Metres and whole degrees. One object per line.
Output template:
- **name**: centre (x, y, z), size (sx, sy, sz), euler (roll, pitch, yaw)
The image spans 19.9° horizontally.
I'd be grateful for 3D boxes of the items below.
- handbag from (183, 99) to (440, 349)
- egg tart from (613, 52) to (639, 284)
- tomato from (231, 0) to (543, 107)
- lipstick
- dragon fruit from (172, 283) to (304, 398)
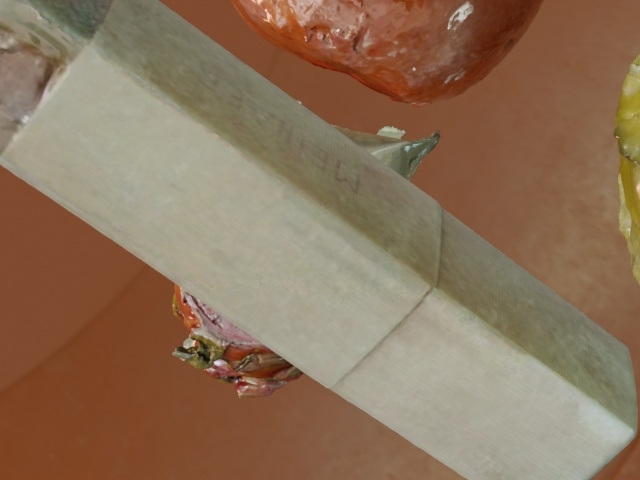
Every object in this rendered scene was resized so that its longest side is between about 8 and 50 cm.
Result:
- **handbag**: centre (0.000, 0.000, 1.670), size (0.270, 0.182, 0.117), euler (-68, 154, -19)
- **egg tart**: centre (0.257, -0.077, 1.127), size (0.098, 0.232, 0.252), euler (41, 72, -28)
- **tomato**: centre (0.044, -0.190, 1.140), size (0.208, 0.208, 0.184), euler (26, 91, -25)
- **lipstick**: centre (-0.020, -0.009, 0.818), size (0.371, 0.076, 0.080), euler (36, 118, -15)
- **dragon fruit**: centre (-0.067, 0.062, 1.337), size (0.096, 0.147, 0.102), euler (-51, 154, -14)
